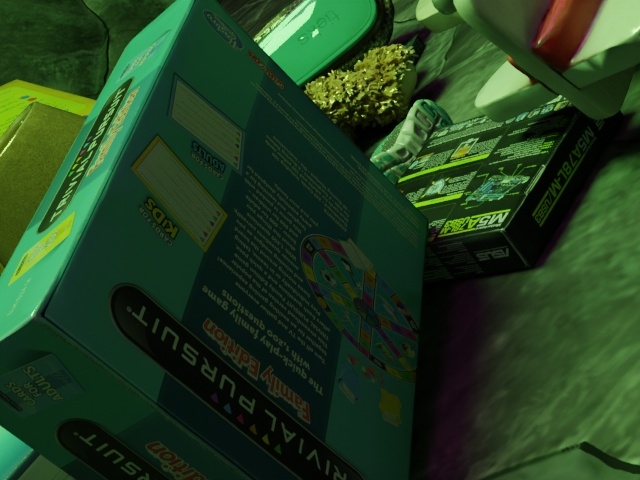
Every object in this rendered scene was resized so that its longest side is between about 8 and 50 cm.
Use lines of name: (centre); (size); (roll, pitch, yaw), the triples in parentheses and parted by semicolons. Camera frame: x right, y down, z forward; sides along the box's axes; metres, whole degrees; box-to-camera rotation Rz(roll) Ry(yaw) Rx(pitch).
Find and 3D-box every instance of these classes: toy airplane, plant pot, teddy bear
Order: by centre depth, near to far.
toy airplane: (0.216, -0.275, 0.804); (0.386, 0.272, 0.384); (-33, 11, 17)
plant pot: (-0.203, -0.006, 1.006); (0.237, 0.254, 0.237); (-43, 24, 24)
teddy bear: (-0.030, -0.126, 1.236); (0.338, 0.113, 0.245); (-33, 18, 16)

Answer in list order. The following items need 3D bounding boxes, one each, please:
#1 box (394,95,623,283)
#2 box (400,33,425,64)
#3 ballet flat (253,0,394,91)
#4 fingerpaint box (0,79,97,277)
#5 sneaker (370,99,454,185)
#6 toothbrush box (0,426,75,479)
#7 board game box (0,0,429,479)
box: (0.128, -0.041, 0.864); (0.190, 0.045, 0.184); (-13, 35, 50)
box: (0.094, -0.226, 1.367); (0.067, 0.018, 0.083); (-24, 24, 37)
ballet flat: (-0.101, -0.177, 1.437); (0.483, 0.164, 0.182); (-34, -14, 2)
fingerpaint box: (-0.501, -0.055, 1.515); (0.371, 0.163, 0.445); (18, 39, 41)
sneaker: (0.069, -0.061, 1.013); (0.166, 0.065, 0.076); (-50, 5, -36)
toothbrush box: (-0.261, 0.220, 0.868); (0.216, 0.126, 0.295); (-49, 20, -26)
board game box: (-0.047, 0.026, 0.652); (0.079, 0.254, 0.336); (-32, 27, 30)
